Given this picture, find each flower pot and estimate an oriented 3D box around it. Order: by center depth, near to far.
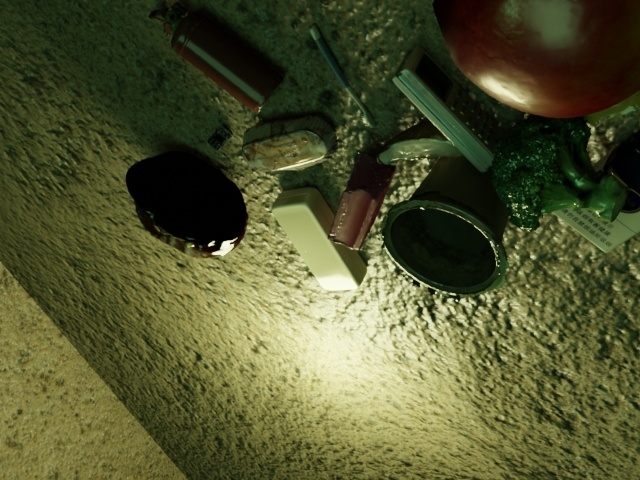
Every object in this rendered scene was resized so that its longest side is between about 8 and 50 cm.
[{"bbox_3d":[0.296,-0.055,1.828,0.290,0.259,0.290,18,142,15],"label":"flower pot"}]

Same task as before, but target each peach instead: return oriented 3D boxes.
[{"bbox_3d":[0.364,-0.380,1.340,0.388,0.388,0.388,18,141,16],"label":"peach"}]

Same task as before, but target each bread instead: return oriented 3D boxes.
[{"bbox_3d":[0.510,-0.304,1.546,0.134,0.085,0.173,-15,124,43],"label":"bread"}]

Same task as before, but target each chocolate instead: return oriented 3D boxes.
[{"bbox_3d":[-0.359,-0.079,2.281,0.340,0.225,0.210,30,155,1],"label":"chocolate"}]

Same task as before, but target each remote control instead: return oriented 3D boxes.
[{"bbox_3d":[0.269,-0.270,1.731,0.277,0.103,0.055,43,134,-15],"label":"remote control"},{"bbox_3d":[-0.255,-0.264,2.161,0.039,0.014,0.096,40,143,-12],"label":"remote control"}]

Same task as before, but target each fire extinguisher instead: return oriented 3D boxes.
[{"bbox_3d":[-0.249,-0.424,1.919,0.337,0.106,0.147,38,167,-7],"label":"fire extinguisher"}]

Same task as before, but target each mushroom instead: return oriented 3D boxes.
[{"bbox_3d":[0.223,-0.215,1.829,0.209,0.094,0.072,-2,127,34],"label":"mushroom"}]

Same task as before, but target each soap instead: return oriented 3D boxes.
[{"bbox_3d":[0.097,-0.104,1.983,0.099,0.162,0.250,26,143,6],"label":"soap"}]

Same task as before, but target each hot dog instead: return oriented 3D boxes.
[{"bbox_3d":[-0.076,-0.229,2.034,0.267,0.075,0.144,-6,134,33],"label":"hot dog"}]

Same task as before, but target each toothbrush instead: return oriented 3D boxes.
[{"bbox_3d":[0.047,-0.355,1.854,0.025,0.019,0.276,-2,132,46],"label":"toothbrush"}]

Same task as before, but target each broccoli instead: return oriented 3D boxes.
[{"bbox_3d":[0.453,-0.121,1.632,0.270,0.270,0.270,31,145,22],"label":"broccoli"}]

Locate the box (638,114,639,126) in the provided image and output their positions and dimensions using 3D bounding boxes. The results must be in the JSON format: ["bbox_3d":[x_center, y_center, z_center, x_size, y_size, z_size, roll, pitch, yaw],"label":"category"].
[{"bbox_3d":[0.664,-0.215,1.534,0.177,0.111,0.111,-21,119,46],"label":"box"}]

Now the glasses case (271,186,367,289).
[{"bbox_3d":[0.000,0.000,2.240,0.131,0.070,0.313,-7,129,39],"label":"glasses case"}]

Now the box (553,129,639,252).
[{"bbox_3d":[0.617,-0.094,1.722,0.168,0.071,0.259,35,143,-6],"label":"box"}]
